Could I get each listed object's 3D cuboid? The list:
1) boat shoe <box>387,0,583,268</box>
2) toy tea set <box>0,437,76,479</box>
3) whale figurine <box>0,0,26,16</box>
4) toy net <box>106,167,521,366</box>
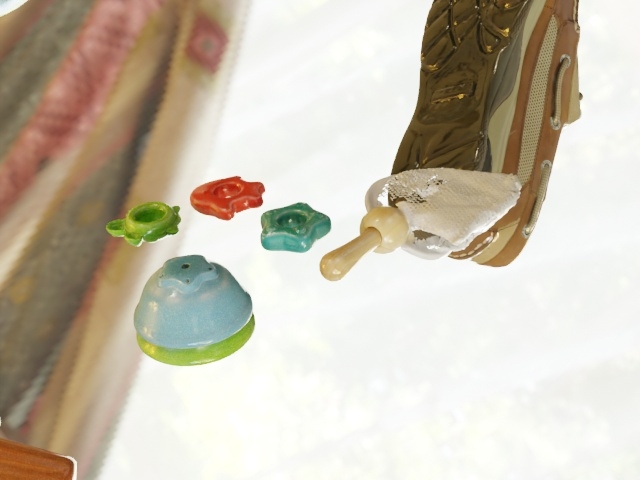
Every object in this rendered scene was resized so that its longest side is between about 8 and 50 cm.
[{"bbox_3d":[0.152,-0.126,1.544,0.120,0.324,0.122,33,158,-36],"label":"boat shoe"},{"bbox_3d":[-0.246,0.270,1.268,0.336,0.124,0.200,-90,9,-63],"label":"toy tea set"},{"bbox_3d":[-0.248,-0.271,1.189,0.216,0.141,0.272,0,114,63],"label":"whale figurine"},{"bbox_3d":[0.000,0.000,1.080,0.122,0.232,0.045,-118,17,-56],"label":"toy net"}]
